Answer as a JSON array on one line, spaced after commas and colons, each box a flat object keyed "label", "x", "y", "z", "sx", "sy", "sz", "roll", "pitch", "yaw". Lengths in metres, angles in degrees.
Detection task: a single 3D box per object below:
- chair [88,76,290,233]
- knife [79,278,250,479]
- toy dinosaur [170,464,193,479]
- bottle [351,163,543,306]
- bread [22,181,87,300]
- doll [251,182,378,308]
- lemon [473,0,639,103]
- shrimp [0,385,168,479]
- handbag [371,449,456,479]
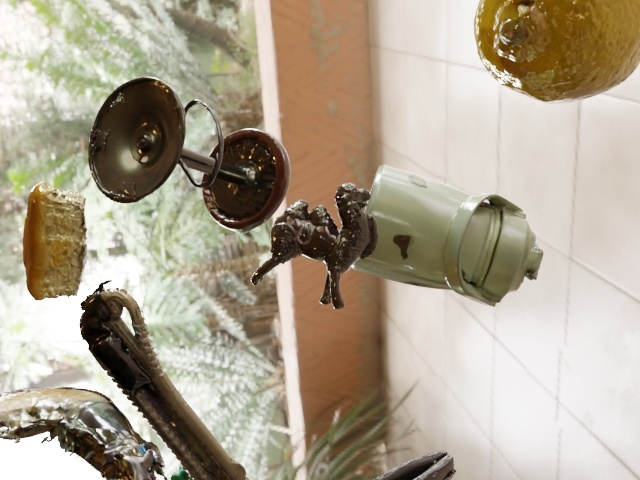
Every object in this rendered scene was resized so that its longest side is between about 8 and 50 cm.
[{"label": "chair", "x": -0.218, "y": -0.143, "z": 1.431, "sx": 0.401, "sy": 0.227, "sz": 0.226, "roll": 17, "pitch": -121, "yaw": -59}, {"label": "knife", "x": -0.179, "y": 0.213, "z": 0.910, "sx": 0.365, "sy": 0.089, "sz": 0.043, "roll": 58, "pitch": -156, "yaw": -12}, {"label": "toy dinosaur", "x": -0.242, "y": 0.435, "z": 1.433, "sx": 0.096, "sy": 0.059, "sz": 0.132, "roll": -65, "pitch": -39, "yaw": -68}, {"label": "bottle", "x": 0.245, "y": 0.004, "z": 1.392, "sx": 0.229, "sy": 0.352, "sz": 0.229, "roll": 18, "pitch": -90, "yaw": -86}, {"label": "bread", "x": -0.543, "y": 0.002, "z": 1.523, "sx": 0.174, "sy": 0.121, "sz": 0.245, "roll": 19, "pitch": 109, "yaw": 61}, {"label": "doll", "x": 0.000, "y": 0.000, "z": 0.957, "sx": 0.057, "sy": 0.139, "sz": 0.165, "roll": -2, "pitch": -67, "yaw": -84}, {"label": "lemon", "x": 0.269, "y": -0.246, "z": 0.828, "sx": 0.188, "sy": 0.257, "sz": 0.188, "roll": 24, "pitch": 129, "yaw": 34}, {"label": "shrimp", "x": -0.304, "y": 0.221, "z": 0.814, "sx": 0.290, "sy": 0.222, "sz": 0.054, "roll": 15, "pitch": 102, "yaw": 42}, {"label": "handbag", "x": 0.189, "y": 0.613, "z": 1.593, "sx": 0.152, "sy": 0.288, "sz": 0.342, "roll": 34, "pitch": 150, "yaw": 50}]
